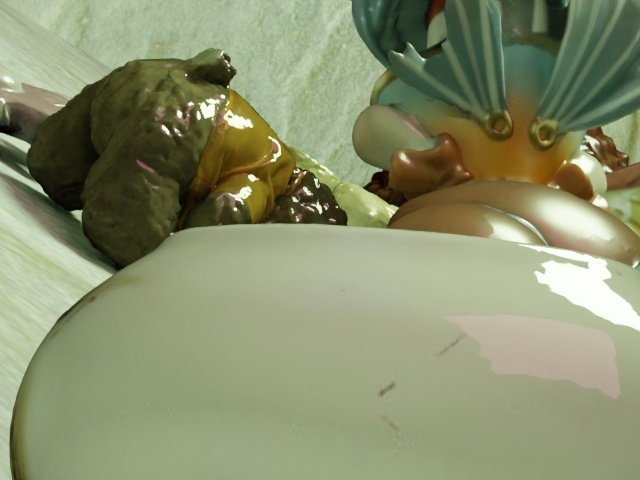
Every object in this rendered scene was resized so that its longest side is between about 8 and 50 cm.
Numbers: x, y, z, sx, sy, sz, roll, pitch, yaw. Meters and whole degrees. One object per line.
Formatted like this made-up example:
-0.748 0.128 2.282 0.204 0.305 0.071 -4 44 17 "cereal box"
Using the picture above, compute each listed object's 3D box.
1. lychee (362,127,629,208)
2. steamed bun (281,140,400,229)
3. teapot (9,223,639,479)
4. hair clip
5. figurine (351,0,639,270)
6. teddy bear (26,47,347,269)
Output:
0.166 -0.003 1.798 0.304 0.275 0.276 51 3 -2 "lychee"
0.000 0.000 1.597 0.177 0.106 0.192 28 -4 -10 "steamed bun"
0.023 0.072 0.534 0.204 0.139 0.298 -1 -8 24 "teapot"
-0.179 -0.076 1.339 0.257 0.075 0.146 24 13 -39 "hair clip"
0.132 -0.021 1.203 0.276 0.388 0.248 12 -35 -15 "figurine"
-0.065 -0.028 1.192 0.190 0.140 0.177 41 -3 -26 "teddy bear"
